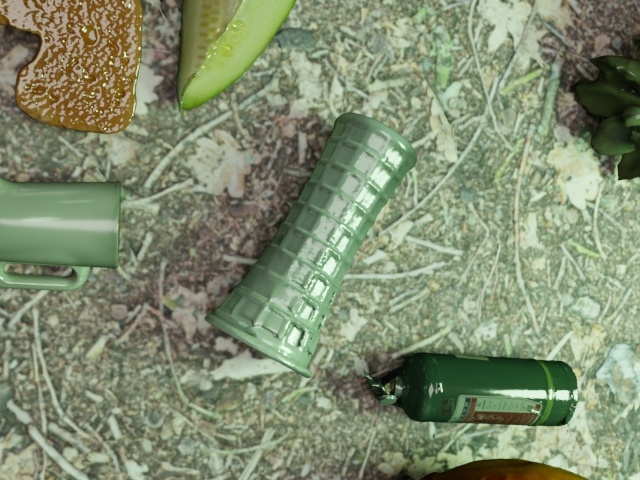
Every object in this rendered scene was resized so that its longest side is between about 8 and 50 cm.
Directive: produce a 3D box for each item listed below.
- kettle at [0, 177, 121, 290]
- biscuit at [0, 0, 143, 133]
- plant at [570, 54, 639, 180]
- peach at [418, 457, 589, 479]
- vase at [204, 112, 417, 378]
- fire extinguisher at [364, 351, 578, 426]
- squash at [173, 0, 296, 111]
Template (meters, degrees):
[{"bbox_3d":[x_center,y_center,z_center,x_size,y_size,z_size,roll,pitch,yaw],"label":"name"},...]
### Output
[{"bbox_3d":[-0.299,-0.012,0.853,0.148,0.127,0.098,1,60,-13],"label":"kettle"},{"bbox_3d":[-0.292,-0.219,0.845,0.186,0.036,0.192,2,100,-29],"label":"biscuit"},{"bbox_3d":[0.506,-0.199,1.003,0.312,0.213,0.215,-24,101,-4],"label":"plant"},{"bbox_3d":[0.234,0.427,0.914,0.372,0.373,0.290,52,47,-12],"label":"peach"},{"bbox_3d":[0.000,0.000,0.909,0.143,0.143,0.298,32,82,-15],"label":"vase"},{"bbox_3d":[0.182,0.194,0.990,0.295,0.118,0.093,6,56,-16],"label":"fire extinguisher"},{"bbox_3d":[-0.071,-0.268,0.888,0.170,0.093,0.252,5,90,29],"label":"squash"}]
